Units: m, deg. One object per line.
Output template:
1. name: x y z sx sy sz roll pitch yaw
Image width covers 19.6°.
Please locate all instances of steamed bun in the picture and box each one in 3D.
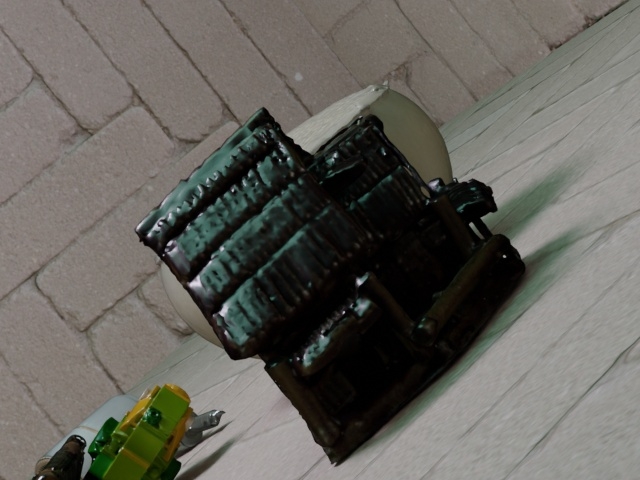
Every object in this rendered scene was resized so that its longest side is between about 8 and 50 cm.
1. steamed bun: 0.000 0.000 2.169 0.374 0.241 0.374 -34 6 4

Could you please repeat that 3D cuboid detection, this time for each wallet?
1. wallet: -0.312 0.326 2.136 0.317 0.044 0.169 -136 56 -86

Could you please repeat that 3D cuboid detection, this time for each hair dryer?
1. hair dryer: -0.224 0.266 2.486 0.357 0.107 0.173 -21 16 47

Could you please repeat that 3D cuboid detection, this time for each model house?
1. model house: 0.017 -0.001 1.721 0.317 0.282 0.297 -40 4 -10

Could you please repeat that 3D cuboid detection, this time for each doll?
1. doll: -0.217 0.252 2.193 0.186 0.106 0.134 -56 0 21
